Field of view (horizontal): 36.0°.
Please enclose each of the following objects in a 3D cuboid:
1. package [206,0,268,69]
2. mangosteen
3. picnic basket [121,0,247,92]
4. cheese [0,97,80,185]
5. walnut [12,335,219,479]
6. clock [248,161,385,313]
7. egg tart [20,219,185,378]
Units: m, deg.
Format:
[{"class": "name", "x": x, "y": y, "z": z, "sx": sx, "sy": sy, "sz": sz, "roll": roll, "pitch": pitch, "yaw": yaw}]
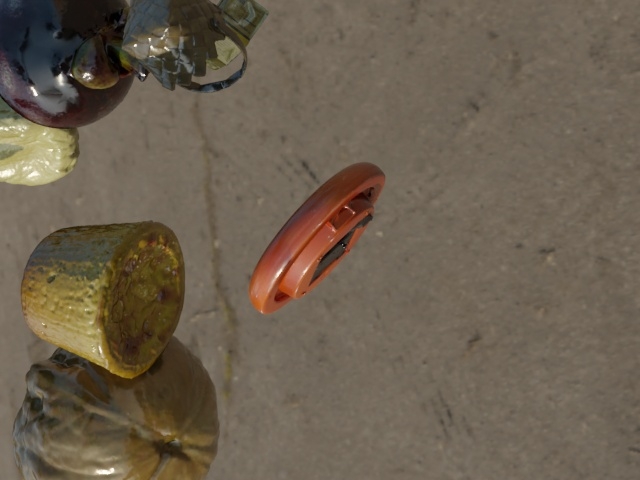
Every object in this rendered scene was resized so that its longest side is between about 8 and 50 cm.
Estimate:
[{"class": "package", "x": -0.149, "y": -0.334, "z": 1.568, "sx": 0.131, "sy": 0.071, "sz": 0.047, "roll": -51, "pitch": 32, "yaw": 5}, {"class": "mangosteen", "x": -0.457, "y": -0.345, "z": 1.761, "sx": 0.293, "sy": 0.297, "sz": 0.297, "roll": -138, "pitch": 48, "yaw": -59}, {"class": "picnic basket", "x": -0.182, "y": -0.268, "z": 1.373, "sx": 0.128, "sy": 0.178, "sz": 0.137, "roll": -18, "pitch": 50, "yaw": 26}, {"class": "cheese", "x": -0.592, "y": -0.198, "z": 1.956, "sx": 0.214, "sy": 0.226, "sz": 0.117, "roll": 81, "pitch": -171, "yaw": -51}, {"class": "walnut", "x": -0.292, "y": 0.253, "z": 1.384, "sx": 0.313, "sy": 0.252, "sz": 0.277, "roll": 11, "pitch": 100, "yaw": 49}, {"class": "clock", "x": 0.000, "y": 0.000, "z": 1.077, "sx": 0.051, "sy": 0.205, "sz": 0.205, "roll": 42, "pitch": 136, "yaw": 11}, {"class": "egg tart", "x": -0.278, "y": 0.066, "z": 1.260, "sx": 0.147, "sy": 0.203, "sz": 0.202, "roll": 8, "pitch": 107, "yaw": 24}]
